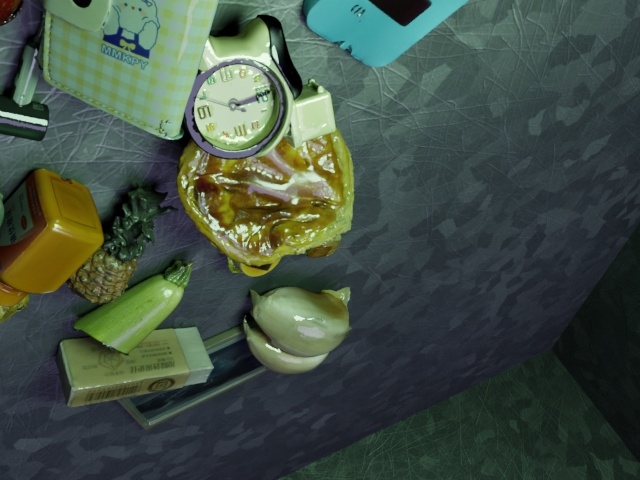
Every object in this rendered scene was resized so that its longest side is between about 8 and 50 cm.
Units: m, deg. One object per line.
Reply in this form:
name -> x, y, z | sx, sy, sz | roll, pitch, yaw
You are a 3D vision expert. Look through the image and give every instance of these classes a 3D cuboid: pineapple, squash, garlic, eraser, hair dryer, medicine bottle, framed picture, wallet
pineapple -> -0.377, 0.003, 1.139 | 0.248, 0.128, 0.128 | -49, 143, 18
squash -> -0.380, 0.155, 1.328 | 0.287, 0.137, 0.137 | -31, 147, -3
garlic -> -0.060, 0.235, 1.636 | 0.286, 0.250, 0.313 | -20, 171, 39
eraser -> -0.440, 0.294, 1.445 | 0.343, 0.144, 0.078 | 0, 135, -37
hair dryer -> -0.422, -0.236, 0.854 | 0.100, 0.057, 0.198 | 8, 122, -44
medicine bottle -> -0.485, 0.006, 1.020 | 0.222, 0.149, 0.112 | -41, 145, 16
framed picture -> -0.349, 0.394, 1.755 | 0.446, 0.028, 0.326 | -24, 147, -12
wallet -> -0.239, -0.300, 0.761 | 0.223, 0.077, 0.310 | 21, 126, -12

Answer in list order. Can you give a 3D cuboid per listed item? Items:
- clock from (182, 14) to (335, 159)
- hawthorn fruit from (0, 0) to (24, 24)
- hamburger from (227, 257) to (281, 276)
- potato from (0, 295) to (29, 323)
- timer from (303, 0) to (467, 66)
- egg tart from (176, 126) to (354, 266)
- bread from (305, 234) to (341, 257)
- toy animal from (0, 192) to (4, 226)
clock -> -0.110, -0.306, 0.890 | 0.276, 0.120, 0.379 | -19, 129, -16
hawthorn fruit -> -0.424, -0.325, 0.625 | 0.181, 0.181, 0.235 | -26, 136, -7
hamburger -> -0.152, 0.023, 1.375 | 0.126, 0.081, 0.141 | -2, 125, -40
potato -> -0.635, 0.120, 1.121 | 0.170, 0.080, 0.107 | -6, 128, -31
timer -> 0.113, -0.427, 1.020 | 0.250, 0.091, 0.231 | -36, 149, 29
egg tart -> -0.103, -0.127, 1.124 | 0.351, 0.153, 0.340 | -30, 117, -24
bread -> 0.001, 0.002, 1.471 | 0.083, 0.077, 0.070 | -10, 138, -31
toy animal -> -0.537, -0.037, 0.859 | 0.125, 0.251, 0.127 | 20, 85, -19
